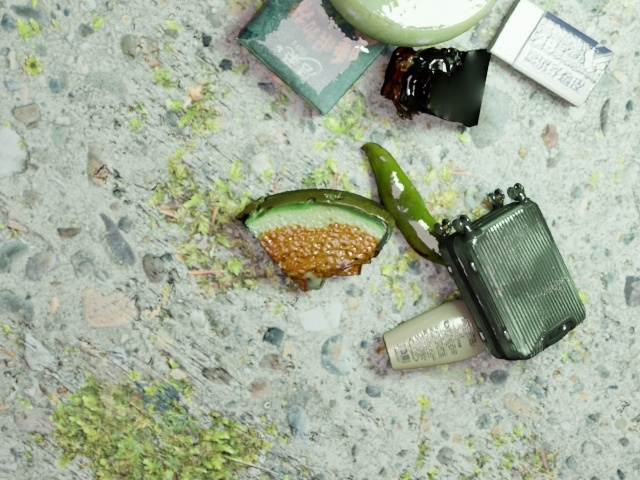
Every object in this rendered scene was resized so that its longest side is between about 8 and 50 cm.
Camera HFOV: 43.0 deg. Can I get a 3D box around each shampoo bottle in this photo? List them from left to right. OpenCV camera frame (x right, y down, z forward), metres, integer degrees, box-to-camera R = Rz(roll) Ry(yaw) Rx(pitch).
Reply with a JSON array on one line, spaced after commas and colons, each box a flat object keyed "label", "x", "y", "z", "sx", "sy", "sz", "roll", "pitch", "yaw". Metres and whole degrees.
[{"label": "shampoo bottle", "x": 0.258, "y": 0.190, "z": 1.656, "sx": 0.257, "sy": 0.078, "sz": 0.127, "roll": -16, "pitch": 95, "yaw": 0}]

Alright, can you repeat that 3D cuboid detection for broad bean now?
[{"label": "broad bean", "x": 0.181, "y": -0.049, "z": 1.619, "sx": 0.077, "sy": 0.061, "sz": 0.339, "roll": -34, "pitch": 99, "yaw": 19}]

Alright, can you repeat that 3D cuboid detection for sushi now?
[{"label": "sushi", "x": 0.198, "y": -0.296, "z": 1.526, "sx": 0.150, "sy": 0.172, "sz": 0.153, "roll": 29, "pitch": 125, "yaw": 36}]

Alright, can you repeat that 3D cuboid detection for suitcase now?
[{"label": "suitcase", "x": 0.369, "y": 0.066, "z": 1.578, "sx": 0.202, "sy": 0.128, "sz": 0.312, "roll": -29, "pitch": 95, "yaw": -23}]

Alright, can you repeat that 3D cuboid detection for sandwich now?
[{"label": "sandwich", "x": 0.008, "y": -0.010, "z": 1.592, "sx": 0.292, "sy": 0.109, "sz": 0.212, "roll": -13, "pitch": 111, "yaw": 15}]

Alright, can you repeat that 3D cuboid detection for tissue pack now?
[{"label": "tissue pack", "x": 0.027, "y": -0.421, "z": 1.525, "sx": 0.228, "sy": 0.103, "sz": 0.315, "roll": 42, "pitch": 96, "yaw": -7}]

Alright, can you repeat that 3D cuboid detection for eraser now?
[{"label": "eraser", "x": 0.439, "y": -0.361, "z": 1.563, "sx": 0.210, "sy": 0.068, "sz": 0.124, "roll": 29, "pitch": 101, "yaw": -6}]

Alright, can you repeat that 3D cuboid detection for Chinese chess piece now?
[{"label": "Chinese chess piece", "x": 0.160, "y": -0.509, "z": 1.398, "sx": 0.349, "sy": 0.146, "sz": 0.349, "roll": -1, "pitch": 94, "yaw": -9}]
